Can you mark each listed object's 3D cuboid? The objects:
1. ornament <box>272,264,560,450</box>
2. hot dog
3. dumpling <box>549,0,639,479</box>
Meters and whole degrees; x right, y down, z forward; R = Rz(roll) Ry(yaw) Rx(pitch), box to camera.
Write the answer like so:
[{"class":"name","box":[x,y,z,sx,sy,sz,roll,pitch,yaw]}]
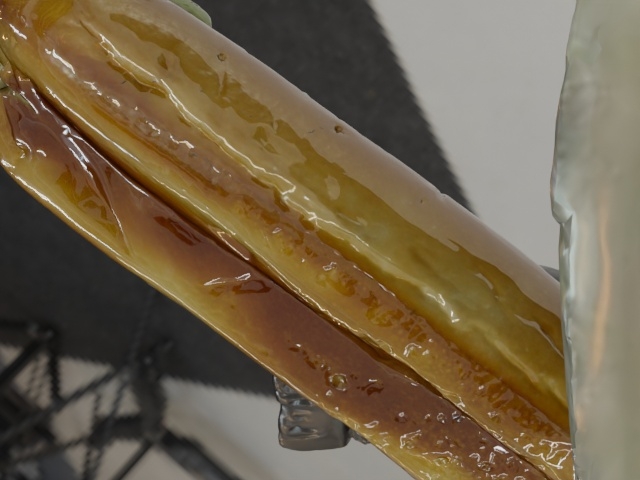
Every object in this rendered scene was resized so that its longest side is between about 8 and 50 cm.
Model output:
[{"class":"ornament","box":[0.102,0.085,0.913,0.260,0.106,0.251,24,160,10]},{"class":"hot dog","box":[0.000,0.000,0.544,0.249,0.068,0.100,37,151,-3]},{"class":"dumpling","box":[0.176,0.022,0.408,0.233,0.315,0.395,-4,118,49]}]
